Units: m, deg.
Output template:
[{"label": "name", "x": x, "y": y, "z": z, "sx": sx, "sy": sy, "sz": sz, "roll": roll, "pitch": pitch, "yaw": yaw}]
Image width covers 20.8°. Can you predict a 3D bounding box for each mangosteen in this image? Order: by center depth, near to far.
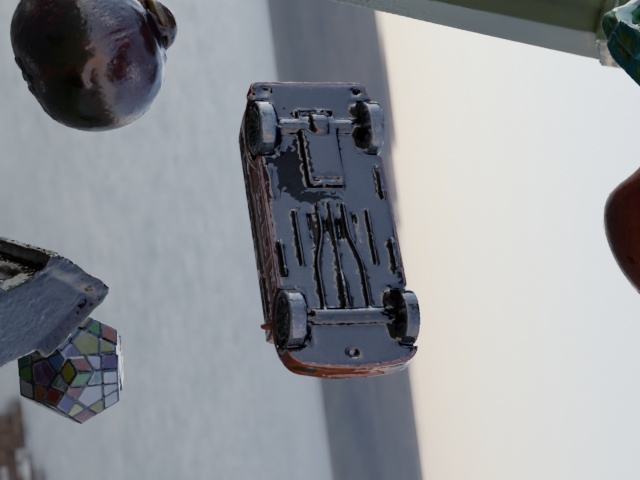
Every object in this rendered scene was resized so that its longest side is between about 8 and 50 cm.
[{"label": "mangosteen", "x": -0.199, "y": -0.175, "z": 1.553, "sx": 0.152, "sy": 0.153, "sz": 0.152, "roll": 173, "pitch": -90, "yaw": -90}]

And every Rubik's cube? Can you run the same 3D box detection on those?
[{"label": "Rubik's cube", "x": -0.231, "y": 0.116, "z": 1.620, "sx": 0.093, "sy": 0.111, "sz": 0.111, "roll": 52, "pitch": -21, "yaw": 40}]

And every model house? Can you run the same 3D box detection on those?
[{"label": "model house", "x": -0.263, "y": 0.039, "z": 1.394, "sx": 0.152, "sy": 0.165, "sz": 0.106, "roll": -24, "pitch": 123, "yaw": -46}]

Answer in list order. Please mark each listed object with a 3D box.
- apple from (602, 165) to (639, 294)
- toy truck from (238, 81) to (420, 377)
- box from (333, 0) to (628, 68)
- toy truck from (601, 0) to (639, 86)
[{"label": "apple", "x": 0.417, "y": -0.016, "z": 1.874, "sx": 0.201, "sy": 0.218, "sz": 0.218, "roll": 44, "pitch": -6, "yaw": 8}, {"label": "toy truck", "x": 0.000, "y": 0.000, "z": 1.372, "sx": 0.114, "sy": 0.108, "sz": 0.252, "roll": 119, "pitch": -34, "yaw": -58}, {"label": "box", "x": 0.183, "y": -0.384, "z": 1.757, "sx": 0.177, "sy": 0.344, "sz": 0.351, "roll": 40, "pitch": 63, "yaw": -79}, {"label": "toy truck", "x": 0.333, "y": -0.175, "z": 1.243, "sx": 0.155, "sy": 0.279, "sz": 0.156, "roll": 46, "pitch": -30, "yaw": 14}]
